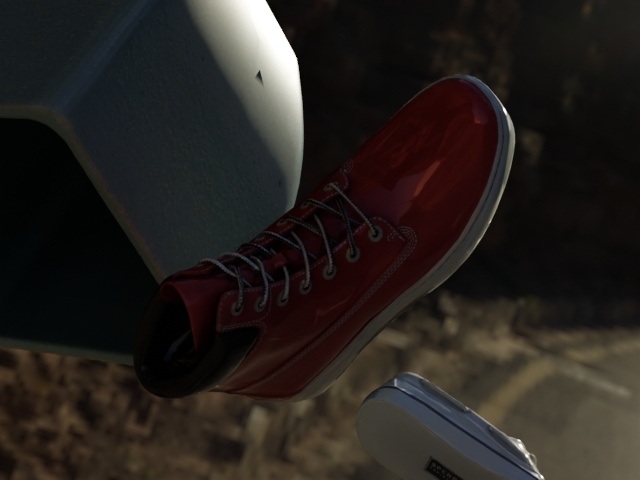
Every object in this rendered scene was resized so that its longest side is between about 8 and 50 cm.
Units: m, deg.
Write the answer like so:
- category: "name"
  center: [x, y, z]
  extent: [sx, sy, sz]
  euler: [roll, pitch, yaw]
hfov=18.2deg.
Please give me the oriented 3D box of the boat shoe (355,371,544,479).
- category: "boat shoe"
  center: [0.153, 0.204, 1.743]
  extent: [0.258, 0.095, 0.084]
  euler: [41, 39, 6]

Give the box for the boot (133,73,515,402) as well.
- category: "boot"
  center: [0.000, 0.000, 1.155]
  extent: [0.088, 0.244, 0.176]
  euler: [47, 18, 24]

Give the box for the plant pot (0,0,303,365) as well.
- category: "plant pot"
  center: [-0.152, -0.090, 1.376]
  extent: [0.247, 0.252, 0.248]
  euler: [4, -41, 35]
